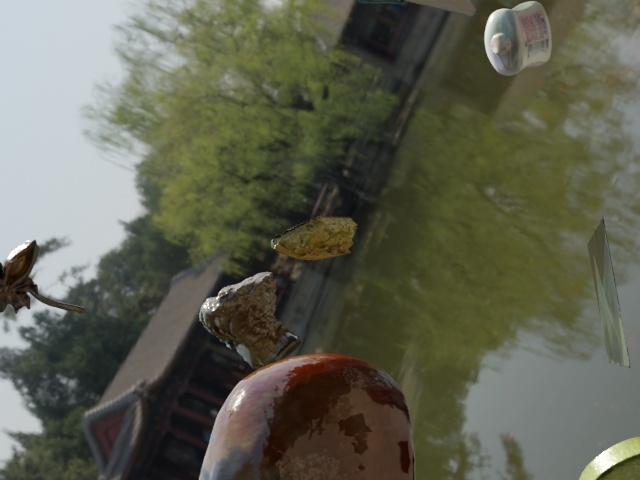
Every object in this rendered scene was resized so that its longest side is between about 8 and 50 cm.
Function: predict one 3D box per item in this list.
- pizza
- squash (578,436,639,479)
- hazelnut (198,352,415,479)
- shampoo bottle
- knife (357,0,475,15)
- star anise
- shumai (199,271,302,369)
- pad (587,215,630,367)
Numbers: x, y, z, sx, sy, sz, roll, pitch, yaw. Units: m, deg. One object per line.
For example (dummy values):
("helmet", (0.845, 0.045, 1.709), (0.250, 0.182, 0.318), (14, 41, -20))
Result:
("pizza", (0.000, 0.001, 1.371), (0.099, 0.160, 0.036), (-42, 59, 38))
("squash", (0.622, 0.487, 1.638), (0.049, 0.252, 0.252), (-85, 17, -63))
("hazelnut", (-0.013, 0.356, 1.330), (0.366, 0.365, 0.366), (-156, 90, -88))
("shampoo bottle", (0.214, -0.219, 0.936), (0.099, 0.043, 0.072), (-29, -70, -49))
("knife", (0.150, -0.391, 1.350), (0.032, 0.244, 0.058), (11, 102, 59))
("star anise", (-0.493, 0.061, 1.477), (0.148, 0.218, 0.227), (-42, 10, 0))
("shumai", (-0.129, 0.166, 1.642), (0.166, 0.176, 0.206), (-28, -12, -3))
("pad", (0.338, 0.067, 1.019), (0.243, 0.004, 0.164), (29, -127, -75))
